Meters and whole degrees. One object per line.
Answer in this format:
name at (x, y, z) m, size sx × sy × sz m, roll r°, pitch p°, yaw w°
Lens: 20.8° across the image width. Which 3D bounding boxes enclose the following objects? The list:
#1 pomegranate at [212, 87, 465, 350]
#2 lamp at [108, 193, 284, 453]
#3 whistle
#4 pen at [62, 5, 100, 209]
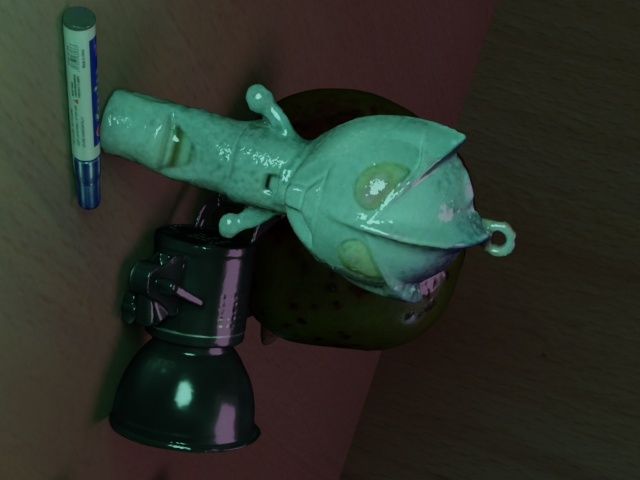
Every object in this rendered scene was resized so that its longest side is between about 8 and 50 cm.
pomegranate at (0.023, 0.004, 1.885) m, size 0.323 × 0.291 × 0.290 m, roll 95°, pitch 16°, yaw -50°
lamp at (-0.124, 0.073, 1.667) m, size 0.172 × 0.147 × 0.227 m, roll -10°, pitch 110°, yaw -53°
whistle at (-0.009, -0.048, 1.409) m, size 0.133 × 0.346 × 0.142 m, roll -62°, pitch 166°, yaw -45°
pen at (-0.179, -0.096, 1.331) m, size 0.204 × 0.025 × 0.025 m, roll 95°, pitch 16°, yaw -50°
